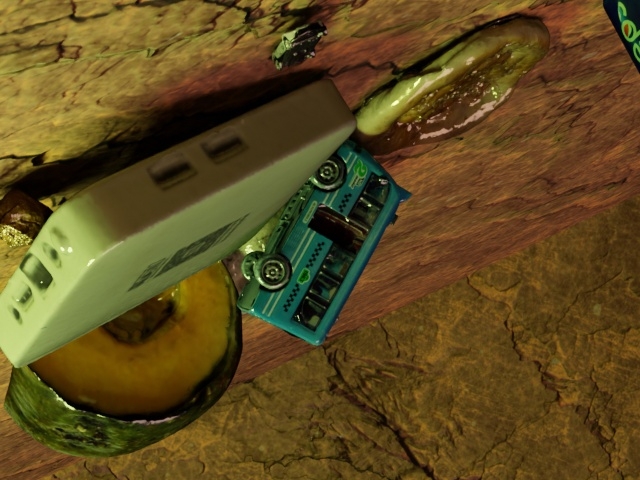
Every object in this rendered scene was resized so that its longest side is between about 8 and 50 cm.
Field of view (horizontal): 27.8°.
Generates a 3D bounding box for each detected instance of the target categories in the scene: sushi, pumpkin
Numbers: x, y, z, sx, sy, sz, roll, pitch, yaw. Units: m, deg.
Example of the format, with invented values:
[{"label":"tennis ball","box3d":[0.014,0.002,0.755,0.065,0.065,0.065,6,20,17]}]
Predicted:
[{"label":"sushi","box3d":[-0.303,-0.018,1.305,0.060,0.061,0.118,-52,162,-5]},{"label":"pumpkin","box3d":[-0.253,0.144,1.665,0.303,0.256,0.225,-5,165,-20]}]

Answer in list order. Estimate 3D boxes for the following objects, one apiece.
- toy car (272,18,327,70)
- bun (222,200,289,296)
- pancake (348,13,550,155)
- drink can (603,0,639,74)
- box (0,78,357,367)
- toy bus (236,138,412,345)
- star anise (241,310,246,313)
[{"label":"toy car","box3d":[-0.021,-0.190,1.239,0.041,0.025,0.093,-24,172,-18]},{"label":"bun","box3d":[-0.051,0.009,1.771,0.239,0.141,0.239,-23,167,-6]},{"label":"pancake","box3d":[0.160,-0.185,1.609,0.282,0.049,0.282,-27,166,-7]},{"label":"drink can","box3d":[0.413,-0.241,1.510,0.118,0.205,0.118,-25,166,-7]},{"label":"box","box3d":[-0.172,-0.019,1.423,0.373,0.090,0.367,-28,171,-35]},{"label":"toy bus","box3d":[0.000,0.000,1.609,0.246,0.134,0.113,-61,-168,-5]},{"label":"star anise","box3d":[-0.109,0.074,2.097,0.262,0.081,0.230,-19,178,-40]}]
